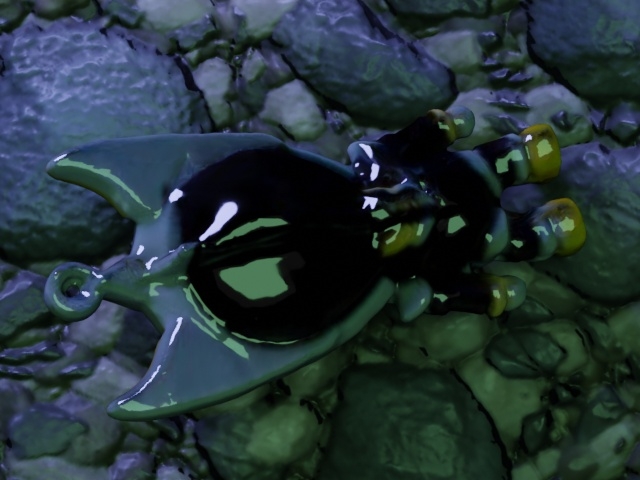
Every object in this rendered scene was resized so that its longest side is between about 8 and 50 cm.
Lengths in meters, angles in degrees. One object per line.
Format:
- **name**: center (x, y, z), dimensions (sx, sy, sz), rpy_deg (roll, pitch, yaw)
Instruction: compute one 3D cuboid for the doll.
- **doll**: center (-0.001, -0.004, 0.878), dimensions (0.316, 0.103, 0.145), rpy_deg (-12, 101, -17)
